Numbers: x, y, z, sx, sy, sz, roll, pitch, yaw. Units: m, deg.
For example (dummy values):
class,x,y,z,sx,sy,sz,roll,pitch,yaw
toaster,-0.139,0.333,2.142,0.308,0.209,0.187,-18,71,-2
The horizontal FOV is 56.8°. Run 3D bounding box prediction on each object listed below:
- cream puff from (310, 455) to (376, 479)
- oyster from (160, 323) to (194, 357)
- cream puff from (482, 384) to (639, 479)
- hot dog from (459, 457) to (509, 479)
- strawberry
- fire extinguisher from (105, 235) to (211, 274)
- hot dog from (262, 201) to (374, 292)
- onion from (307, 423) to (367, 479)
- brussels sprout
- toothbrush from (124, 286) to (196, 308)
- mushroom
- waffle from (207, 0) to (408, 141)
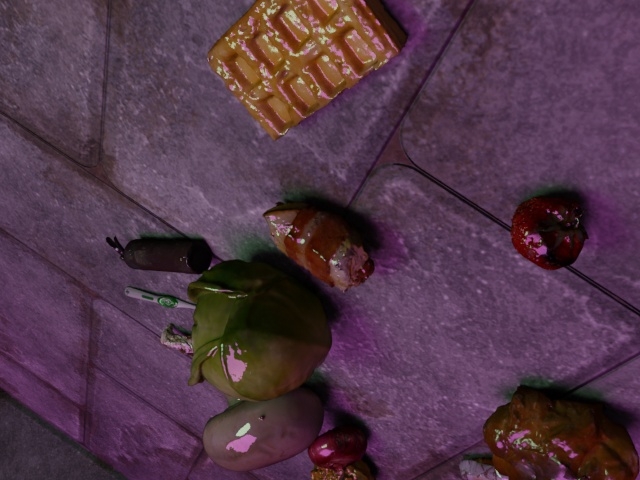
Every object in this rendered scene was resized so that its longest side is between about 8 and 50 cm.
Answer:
class,x,y,z,sx,sy,sz,roll,pitch,yaw
cream puff,0.057,0.629,1.554,0.189,0.129,0.189,19,140,17
oyster,-0.319,0.289,1.538,0.199,0.061,0.106,10,135,28
cream puff,0.415,0.371,1.032,0.268,0.155,0.241,-11,121,44
hot dog,0.385,0.509,1.267,0.192,0.053,0.099,-9,122,43
strawberry,0.301,-0.011,0.795,0.106,0.106,0.106,19,137,19
fire extinguisher,-0.365,0.026,1.305,0.267,0.072,0.089,2,136,34
hot dog,0.000,0.000,1.012,0.213,0.103,0.146,37,162,13
onion,0.050,0.526,1.423,0.150,0.140,0.150,-12,139,-10
brussels sprout,-0.131,0.173,1.145,0.294,0.260,0.227,23,153,-23
toothbrush,-0.382,0.152,1.478,0.303,0.030,0.030,9,133,31
mushroom,-0.147,0.383,1.406,0.292,0.292,0.290,-42,63,49
waffle,-0.027,-0.262,0.803,0.168,0.057,0.274,49,138,-14
